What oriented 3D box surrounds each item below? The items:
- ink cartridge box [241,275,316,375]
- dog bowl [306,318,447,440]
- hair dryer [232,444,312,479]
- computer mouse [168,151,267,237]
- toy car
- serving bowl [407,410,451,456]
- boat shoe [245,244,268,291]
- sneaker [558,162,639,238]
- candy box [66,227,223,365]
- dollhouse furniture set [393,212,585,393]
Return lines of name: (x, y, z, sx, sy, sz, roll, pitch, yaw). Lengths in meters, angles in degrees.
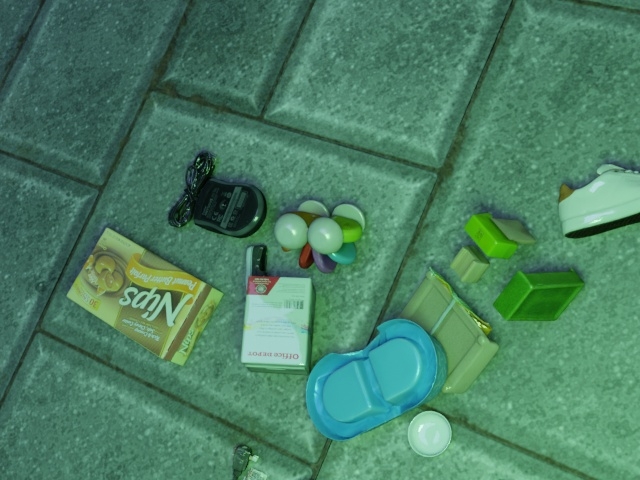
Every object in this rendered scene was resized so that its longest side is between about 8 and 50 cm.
ink cartridge box: (-0.080, 0.171, 1.805, 0.128, 0.127, 0.176, 3, 72, 5)
dog bowl: (0.109, 0.262, 1.700, 0.297, 0.074, 0.165, -34, 62, 28)
hair dryer: (-0.144, 0.559, 1.746, 0.224, 0.080, 0.293, 24, 84, 28)
computer mouse: (-0.204, -0.079, 2.002, 0.272, 0.072, 0.188, 22, 85, 41)
toy car: (0.000, 0.000, 1.848, 0.182, 0.159, 0.136, 7, 110, 26)
serving bowl: (0.205, 0.358, 1.685, 0.083, 0.027, 0.083, -8, 71, 22)
boat shoe: (-0.131, 0.074, 1.923, 0.040, 0.049, 0.142, -13, 66, 20)
sneaker: (0.566, -0.097, 1.628, 0.290, 0.106, 0.123, -14, 70, 21)
candy box: (-0.388, 0.119, 2.001, 0.316, 0.087, 0.182, 27, 85, 29)
dollhouse furniture set: (0.303, 0.121, 1.699, 0.197, 0.151, 0.301, 55, 128, 35)
